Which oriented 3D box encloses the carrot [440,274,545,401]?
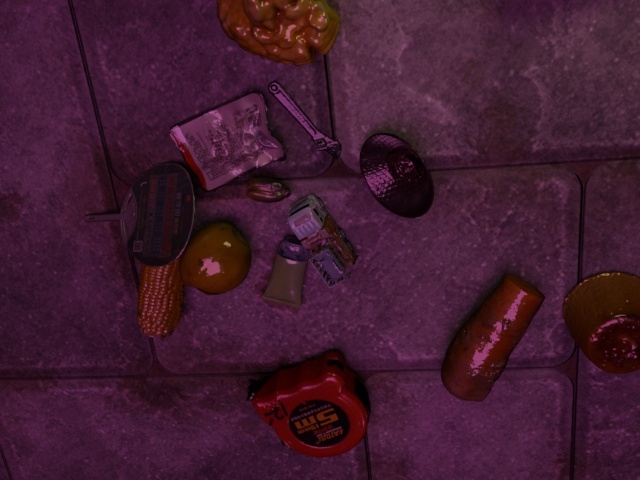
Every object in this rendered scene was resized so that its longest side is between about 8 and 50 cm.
[{"bbox_3d":[0.367,0.217,1.665,0.139,0.138,0.301,23,109,-4],"label":"carrot"}]

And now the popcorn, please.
[{"bbox_3d":[-0.082,-0.416,1.376,0.200,0.203,0.226,-36,89,11],"label":"popcorn"}]

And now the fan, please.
[{"bbox_3d":[-0.378,-0.031,1.628,0.294,0.012,0.223,-32,68,20],"label":"fan"}]

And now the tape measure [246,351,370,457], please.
[{"bbox_3d":[-0.010,0.398,1.808,0.253,0.114,0.260,-23,114,17],"label":"tape measure"}]

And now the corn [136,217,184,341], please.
[{"bbox_3d":[-0.355,0.076,1.704,0.106,0.106,0.305,10,112,2],"label":"corn"}]

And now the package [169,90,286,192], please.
[{"bbox_3d":[-0.188,-0.206,1.583,0.232,0.040,0.166,-20,108,25],"label":"package"}]

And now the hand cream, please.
[{"bbox_3d":[-0.072,0.072,1.697,0.095,0.046,0.175,14,123,0],"label":"hand cream"}]

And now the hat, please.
[{"bbox_3d":[0.176,-0.146,1.544,0.193,0.082,0.193,31,140,30],"label":"hat"}]

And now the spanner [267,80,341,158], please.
[{"bbox_3d":[-0.031,-0.246,1.555,0.046,0.012,0.208,-38,105,21],"label":"spanner"}]

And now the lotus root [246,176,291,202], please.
[{"bbox_3d":[-0.110,-0.107,1.610,0.099,0.049,0.054,7,96,1],"label":"lotus root"}]

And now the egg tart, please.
[{"bbox_3d":[0.627,0.181,1.599,0.203,0.147,0.202,2,114,5],"label":"egg tart"}]

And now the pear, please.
[{"bbox_3d":[-0.227,0.044,1.641,0.149,0.149,0.162,40,92,-12],"label":"pear"}]

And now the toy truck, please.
[{"bbox_3d":[-0.001,0.000,1.612,0.080,0.115,0.177,-30,107,20],"label":"toy truck"}]
